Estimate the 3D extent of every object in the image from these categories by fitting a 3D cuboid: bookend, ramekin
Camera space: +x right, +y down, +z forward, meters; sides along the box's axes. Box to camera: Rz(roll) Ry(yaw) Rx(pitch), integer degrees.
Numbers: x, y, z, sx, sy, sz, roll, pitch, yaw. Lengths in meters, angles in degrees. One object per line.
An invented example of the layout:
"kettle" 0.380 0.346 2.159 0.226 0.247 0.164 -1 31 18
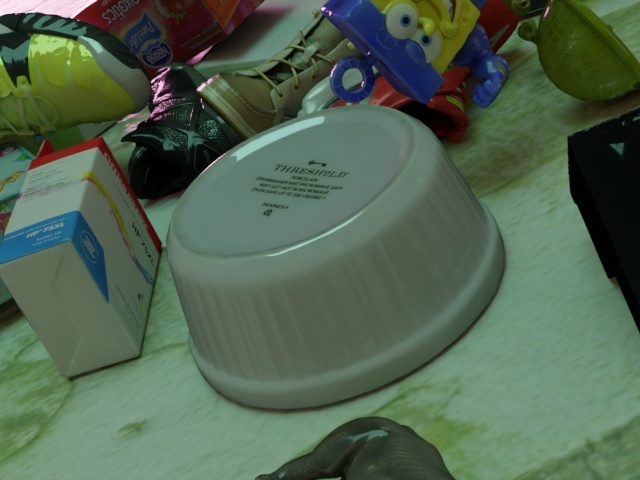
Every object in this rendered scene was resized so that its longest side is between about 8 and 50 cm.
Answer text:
"bookend" 0.235 0.004 0.936 0.072 0.156 0.157 -21 74 6
"ramekin" 0.000 0.000 1.079 0.273 0.127 0.273 -19 31 12

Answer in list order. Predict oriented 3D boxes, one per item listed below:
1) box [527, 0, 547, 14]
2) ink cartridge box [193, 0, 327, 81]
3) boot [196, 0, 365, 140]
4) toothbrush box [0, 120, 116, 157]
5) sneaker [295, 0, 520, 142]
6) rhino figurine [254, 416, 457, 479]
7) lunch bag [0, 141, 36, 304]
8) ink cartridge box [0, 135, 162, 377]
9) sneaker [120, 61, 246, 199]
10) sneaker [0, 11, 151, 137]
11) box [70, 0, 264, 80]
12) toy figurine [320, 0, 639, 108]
"box" 0.233 -0.471 1.441 0.179 0.343 0.312 -16 32 15
"ink cartridge box" -0.010 -0.234 1.529 0.235 0.056 0.171 -2 37 34
"boot" -0.022 -0.170 1.286 0.165 0.077 0.213 -45 -12 13
"toothbrush box" -0.418 -0.130 1.602 0.283 0.122 0.206 -39 33 -26
"sneaker" 0.107 -0.142 1.286 0.279 0.107 0.118 -41 52 -20
"rhino figurine" 0.059 0.182 0.802 0.106 0.073 0.243 -36 33 -13
"lunch bag" -0.383 0.011 1.359 0.279 0.108 0.224 -31 23 -15
"ink cartridge box" -0.214 0.000 1.230 0.078 0.134 0.231 -19 31 12
"sneaker" -0.167 -0.118 1.431 0.130 0.087 0.227 -26 34 -15
"sneaker" -0.358 -0.149 1.416 0.385 0.145 0.147 3 57 21
"box" -0.176 -0.282 1.588 0.257 0.122 0.128 -20 25 52
"toy figurine" 0.092 -0.189 1.159 0.217 0.362 0.191 -50 27 -9
